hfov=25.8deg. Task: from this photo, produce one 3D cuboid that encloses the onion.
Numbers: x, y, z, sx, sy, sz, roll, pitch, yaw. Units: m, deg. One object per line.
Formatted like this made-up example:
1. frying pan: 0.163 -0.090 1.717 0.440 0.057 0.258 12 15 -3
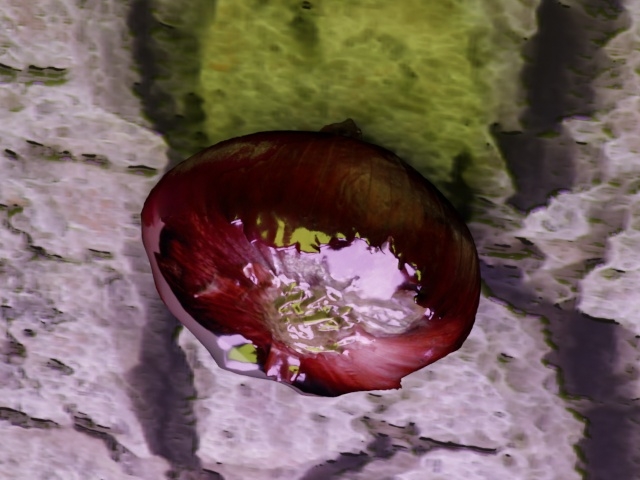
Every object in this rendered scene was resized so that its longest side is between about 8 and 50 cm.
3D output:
1. onion: 0.000 0.000 1.089 0.272 0.195 0.272 17 148 11
